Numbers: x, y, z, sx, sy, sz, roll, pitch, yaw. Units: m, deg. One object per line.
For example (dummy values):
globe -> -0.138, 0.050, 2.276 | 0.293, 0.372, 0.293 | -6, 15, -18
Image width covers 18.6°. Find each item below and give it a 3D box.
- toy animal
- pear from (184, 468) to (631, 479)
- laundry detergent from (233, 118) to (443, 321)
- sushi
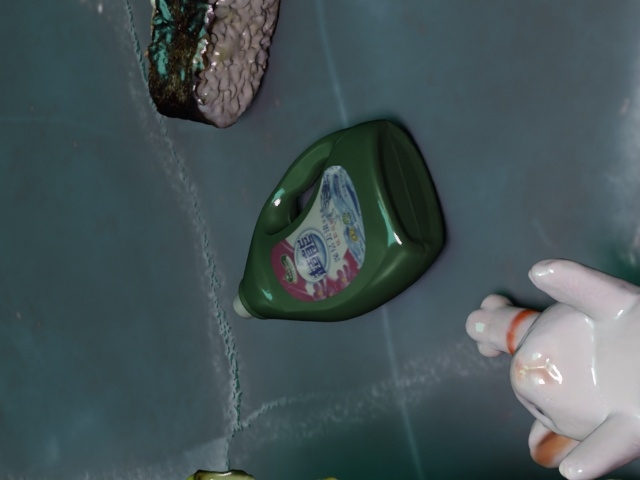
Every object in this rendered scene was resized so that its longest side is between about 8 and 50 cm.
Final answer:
toy animal -> 0.180, 0.084, 1.259 | 0.282, 0.138, 0.140 | -8, 80, 44
pear -> 0.036, 0.303, 1.295 | 0.318, 0.342, 0.238 | 121, 146, -49
laundry detergent -> 0.000, 0.000, 1.490 | 0.211, 0.063, 0.137 | -33, 68, 45
sushi -> -0.085, -0.165, 1.535 | 0.078, 0.090, 0.150 | 18, 106, 39
